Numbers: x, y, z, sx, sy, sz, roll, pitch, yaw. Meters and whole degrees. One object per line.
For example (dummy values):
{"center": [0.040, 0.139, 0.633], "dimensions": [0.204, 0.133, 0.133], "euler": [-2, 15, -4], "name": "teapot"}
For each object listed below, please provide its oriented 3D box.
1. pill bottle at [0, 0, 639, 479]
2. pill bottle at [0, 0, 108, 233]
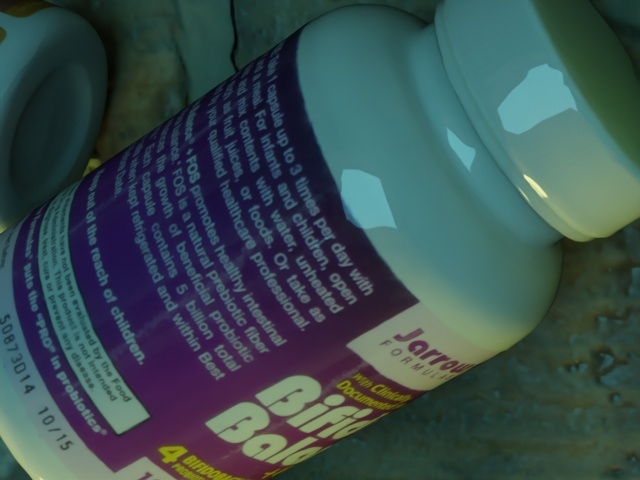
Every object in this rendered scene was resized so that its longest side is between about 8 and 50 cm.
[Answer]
{"center": [0.000, 0.000, 0.772], "dimensions": [0.301, 0.169, 0.169], "euler": [-32, 87, 24], "name": "pill bottle"}
{"center": [-0.227, -0.089, 0.873], "dimensions": [0.216, 0.121, 0.121], "euler": [21, 106, 18], "name": "pill bottle"}
